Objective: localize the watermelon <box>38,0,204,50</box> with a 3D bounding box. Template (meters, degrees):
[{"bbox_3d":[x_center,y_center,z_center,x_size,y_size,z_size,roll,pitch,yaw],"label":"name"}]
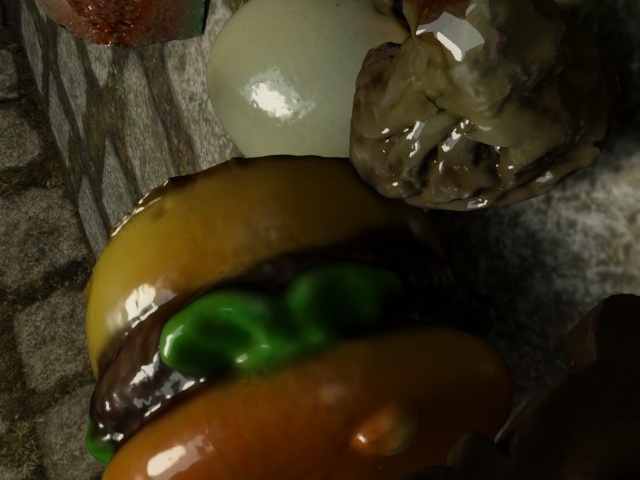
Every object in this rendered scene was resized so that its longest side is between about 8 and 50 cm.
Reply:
[{"bbox_3d":[-0.334,-0.392,0.948,0.139,0.257,0.193,63,155,19],"label":"watermelon"}]

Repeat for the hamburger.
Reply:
[{"bbox_3d":[-0.018,0.139,0.548,0.395,0.396,0.277,117,140,-49],"label":"hamburger"}]

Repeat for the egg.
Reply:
[{"bbox_3d":[-0.016,-0.143,0.625,0.286,0.174,0.264,58,149,20],"label":"egg"}]

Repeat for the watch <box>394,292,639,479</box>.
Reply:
[{"bbox_3d":[0.217,0.151,0.224,0.314,0.335,0.327,64,157,18],"label":"watch"}]

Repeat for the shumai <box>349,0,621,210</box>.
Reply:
[{"bbox_3d":[0.095,-0.118,0.404,0.206,0.176,0.166,-6,73,27],"label":"shumai"}]
